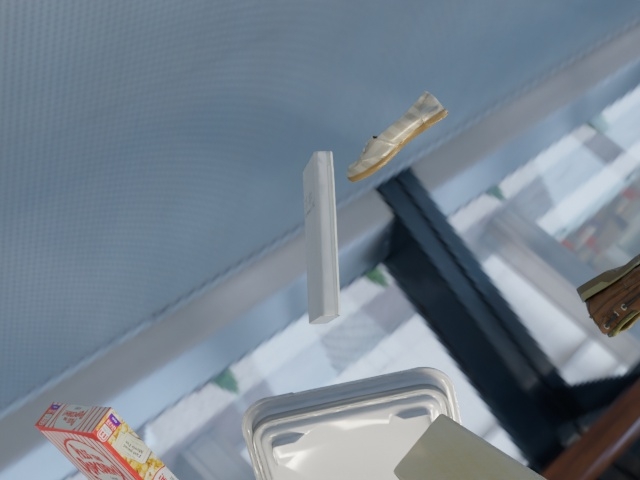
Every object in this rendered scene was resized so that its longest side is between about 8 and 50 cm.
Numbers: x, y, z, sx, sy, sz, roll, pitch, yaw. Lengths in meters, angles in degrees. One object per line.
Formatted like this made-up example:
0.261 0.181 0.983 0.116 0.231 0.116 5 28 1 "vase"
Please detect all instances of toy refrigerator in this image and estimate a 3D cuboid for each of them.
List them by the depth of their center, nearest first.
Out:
0.205 0.292 1.164 0.094 0.269 0.102 -48 134 -12 "toy refrigerator"

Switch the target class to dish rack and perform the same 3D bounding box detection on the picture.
0.063 0.351 1.763 0.332 0.286 0.072 -12 -157 3 "dish rack"

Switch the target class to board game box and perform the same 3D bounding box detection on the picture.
-0.272 0.297 1.539 0.146 0.193 0.045 -5 -140 47 "board game box"

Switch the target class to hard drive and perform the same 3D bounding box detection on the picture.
0.000 0.000 2.216 0.040 0.308 0.203 -2 172 -8 "hard drive"

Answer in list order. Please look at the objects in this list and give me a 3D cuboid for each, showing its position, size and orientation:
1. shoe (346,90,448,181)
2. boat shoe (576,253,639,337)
0.128 -0.186 2.070 0.219 0.058 0.076 -37 -172 16 "shoe"
0.538 0.064 1.823 0.110 0.104 0.307 -17 166 -29 "boat shoe"
